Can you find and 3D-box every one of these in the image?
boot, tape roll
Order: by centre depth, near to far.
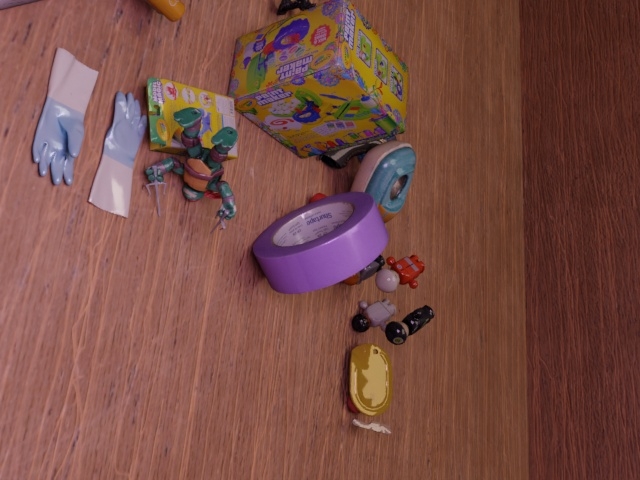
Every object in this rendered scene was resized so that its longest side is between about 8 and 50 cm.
[{"bbox_3d":[0.000,0.000,1.376,0.275,0.275,0.090,-50,123,-48],"label":"tape roll"},{"bbox_3d":[0.090,-0.224,1.707,0.198,0.077,0.137,23,64,-13],"label":"boot"}]

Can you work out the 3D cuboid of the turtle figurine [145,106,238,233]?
[{"bbox_3d":[-0.226,-0.123,1.196,0.175,0.234,0.118,15,46,-9],"label":"turtle figurine"}]

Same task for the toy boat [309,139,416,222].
[{"bbox_3d":[0.125,-0.102,1.648,0.318,0.148,0.267,-28,146,-38],"label":"toy boat"}]

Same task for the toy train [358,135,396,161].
[{"bbox_3d":[0.149,-0.294,1.809,0.080,0.105,0.184,-33,110,-53],"label":"toy train"}]

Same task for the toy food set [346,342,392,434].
[{"bbox_3d":[0.110,0.371,1.642,0.128,0.071,0.218,14,67,-28],"label":"toy food set"}]

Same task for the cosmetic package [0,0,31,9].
[{"bbox_3d":[-0.388,-0.452,0.969,0.224,0.224,0.138,-45,119,-49],"label":"cosmetic package"}]

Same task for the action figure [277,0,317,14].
[{"bbox_3d":[-0.064,-0.693,1.570,0.164,0.141,0.276,-13,95,-44],"label":"action figure"}]

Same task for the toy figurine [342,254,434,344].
[{"bbox_3d":[0.159,0.142,1.635,0.148,0.209,0.213,-25,109,-38],"label":"toy figurine"}]

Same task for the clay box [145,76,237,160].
[{"bbox_3d":[-0.255,-0.228,1.259,0.222,0.053,0.127,2,82,-54],"label":"clay box"}]

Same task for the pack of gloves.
[{"bbox_3d":[-0.368,-0.178,1.093,0.195,0.046,0.232,28,60,-48],"label":"pack of gloves"}]

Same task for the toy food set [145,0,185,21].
[{"bbox_3d":[-0.295,-0.518,1.217,0.104,0.111,0.232,38,55,-45],"label":"toy food set"}]

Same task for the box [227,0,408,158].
[{"bbox_3d":[0.001,-0.342,1.445,0.279,0.290,0.177,31,58,-49],"label":"box"}]
